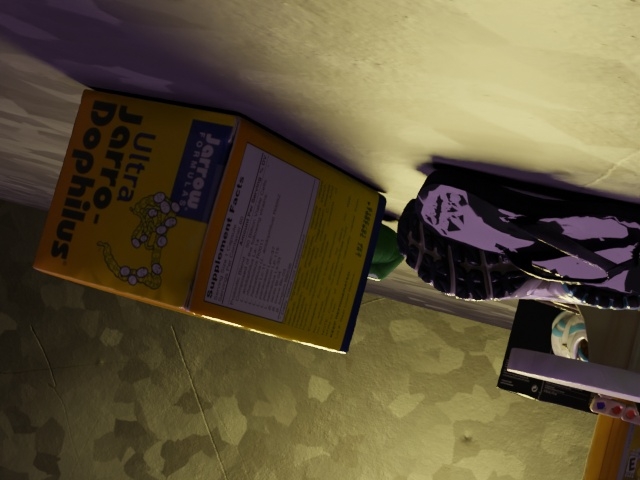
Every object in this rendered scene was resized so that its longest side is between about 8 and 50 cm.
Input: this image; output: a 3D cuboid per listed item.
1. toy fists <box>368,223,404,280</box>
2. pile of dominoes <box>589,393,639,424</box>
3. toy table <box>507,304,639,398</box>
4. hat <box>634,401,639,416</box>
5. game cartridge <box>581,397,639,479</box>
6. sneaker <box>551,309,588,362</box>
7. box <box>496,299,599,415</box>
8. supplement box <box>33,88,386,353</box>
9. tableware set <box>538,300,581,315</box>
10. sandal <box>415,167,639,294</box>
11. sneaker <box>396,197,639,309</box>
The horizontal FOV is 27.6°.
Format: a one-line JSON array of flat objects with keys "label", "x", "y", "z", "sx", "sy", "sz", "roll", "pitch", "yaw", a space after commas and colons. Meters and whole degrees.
[{"label": "toy fists", "x": 0.000, "y": 0.000, "z": 1.825, "sx": 0.142, "sy": 0.096, "sz": 0.279, "roll": 17, "pitch": 174, "yaw": -40}, {"label": "pile of dominoes", "x": 0.596, "y": 0.236, "z": 2.143, "sx": 0.251, "sy": 0.195, "sz": 0.040, "roll": 16, "pitch": -160, "yaw": -14}, {"label": "toy table", "x": 0.365, "y": 0.102, "z": 1.473, "sx": 0.274, "sy": 0.160, "sz": 0.252, "roll": 14, "pitch": 175, "yaw": 2}, {"label": "hat", "x": 0.614, "y": 0.210, "z": 1.930, "sx": 0.331, "sy": 0.331, "sz": 0.134, "roll": 17, "pitch": 137, "yaw": -23}, {"label": "game cartridge", "x": 0.583, "y": 0.312, "z": 2.290, "sx": 0.053, "sy": 0.323, "sz": 0.285, "roll": 14, "pitch": 177, "yaw": 44}, {"label": "sneaker", "x": 0.409, "y": 0.158, "z": 2.026, "sx": 0.088, "sy": 0.092, "sz": 0.228, "roll": 11, "pitch": 155, "yaw": 2}, {"label": "box", "x": 0.440, "y": 0.198, "z": 2.244, "sx": 0.261, "sy": 0.184, "sz": 0.103, "roll": 19, "pitch": 177, "yaw": -41}, {"label": "supplement box", "x": -0.103, "y": -0.011, "z": 1.401, "sx": 0.195, "sy": 0.194, "sz": 0.356, "roll": 12, "pitch": 174, "yaw": 28}, {"label": "tableware set", "x": 0.307, "y": 0.056, "z": 1.883, "sx": 0.194, "sy": 0.039, "sz": 0.128, "roll": 20, "pitch": -172, "yaw": 12}, {"label": "sandal", "x": 0.205, "y": 0.005, "z": 1.189, "sx": 0.255, "sy": 0.054, "sz": 0.097, "roll": 14, "pitch": 138, "yaw": 19}, {"label": "sneaker", "x": 0.214, "y": 0.020, "z": 1.310, "sx": 0.283, "sy": 0.110, "sz": 0.122, "roll": 13, "pitch": 179, "yaw": 22}]
